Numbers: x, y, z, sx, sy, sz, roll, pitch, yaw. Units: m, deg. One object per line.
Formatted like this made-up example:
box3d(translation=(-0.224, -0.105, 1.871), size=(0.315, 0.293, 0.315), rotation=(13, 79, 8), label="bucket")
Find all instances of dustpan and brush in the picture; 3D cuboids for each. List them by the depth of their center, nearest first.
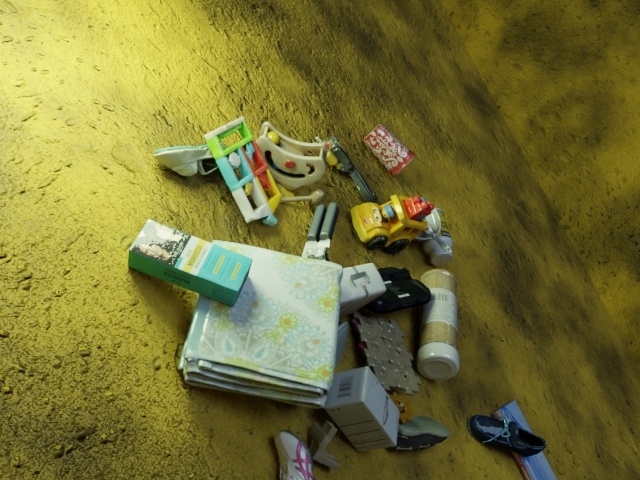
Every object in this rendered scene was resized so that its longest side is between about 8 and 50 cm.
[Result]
box3d(translation=(0.357, -0.030, 2.333), size=(0.147, 0.060, 0.211), rotation=(-34, 74, -15), label="dustpan and brush")

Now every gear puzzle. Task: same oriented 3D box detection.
box3d(translation=(0.178, 0.340, 1.875), size=(0.175, 0.044, 0.339), rotation=(18, 38, -30), label="gear puzzle")

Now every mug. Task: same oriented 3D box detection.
box3d(translation=(0.233, -0.321, 2.523), size=(0.169, 0.150, 0.113), rotation=(45, 71, -5), label="mug")

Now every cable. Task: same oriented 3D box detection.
box3d(translation=(0.079, -0.231, 2.305), size=(0.287, 0.072, 0.139), rotation=(51, 15, -25), label="cable")

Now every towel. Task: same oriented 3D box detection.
box3d(translation=(-0.120, 0.174, 1.557), size=(0.320, 0.090, 0.374), rotation=(14, 48, -7), label="towel")

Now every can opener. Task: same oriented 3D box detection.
box3d(translation=(0.000, 0.000, 1.989), size=(0.280, 0.074, 0.093), rotation=(-77, 157, -46), label="can opener")

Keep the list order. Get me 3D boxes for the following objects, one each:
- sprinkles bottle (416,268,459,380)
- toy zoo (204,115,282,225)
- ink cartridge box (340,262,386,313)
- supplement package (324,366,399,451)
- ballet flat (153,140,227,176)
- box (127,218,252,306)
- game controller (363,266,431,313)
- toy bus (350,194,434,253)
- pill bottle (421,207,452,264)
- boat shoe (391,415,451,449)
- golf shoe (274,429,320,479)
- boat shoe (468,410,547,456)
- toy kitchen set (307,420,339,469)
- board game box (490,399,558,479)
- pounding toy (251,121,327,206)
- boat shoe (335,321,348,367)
box3d(translation=(0.355, 0.247, 2.131), size=(0.121, 0.121, 0.355), rotation=(37, 37, -22), label="sprinkles bottle")
box3d(translation=(-0.189, -0.171, 1.870), size=(0.293, 0.030, 0.192), rotation=(64, 26, -12), label="toy zoo")
box3d(translation=(0.043, 0.140, 1.821), size=(0.218, 0.158, 0.092), rotation=(-5, 65, -52), label="ink cartridge box")
box3d(translation=(0.101, 0.400, 1.670), size=(0.179, 0.105, 0.105), rotation=(56, 29, -32), label="supplement package")
box3d(translation=(-0.315, -0.201, 1.775), size=(0.086, 0.086, 0.248), rotation=(58, 34, 7), label="ballet flat")
box3d(translation=(-0.277, 0.047, 1.514), size=(0.244, 0.060, 0.100), rotation=(21, 47, -1), label="box")
box3d(translation=(0.194, 0.142, 2.047), size=(0.166, 0.067, 0.319), rotation=(45, 29, 27), label="game controller")
box3d(translation=(0.237, -0.073, 2.193), size=(0.220, 0.211, 0.149), rotation=(9, 55, -44), label="toy bus")
box3d(translation=(0.392, -0.012, 2.415), size=(0.103, 0.103, 0.184), rotation=(20, 46, -39), label="pill bottle")
box3d(translation=(0.253, 0.505, 1.838), size=(0.227, 0.069, 0.081), rotation=(17, 13, -44), label="boat shoe")
box3d(translation=(-0.053, 0.490, 1.485), size=(0.086, 0.067, 0.186), rotation=(-10, 69, -51), label="golf shoe")
box3d(translation=(0.558, 0.564, 2.097), size=(0.258, 0.089, 0.109), rotation=(19, 54, -23), label="boat shoe")
box3d(translation=(0.016, 0.456, 1.602), size=(0.075, 0.083, 0.068), rotation=(34, -3, -26), label="toy kitchen set")
box3d(translation=(0.636, 0.647, 2.198), size=(0.145, 0.027, 0.281), rotation=(-5, 65, -52), label="board game box")
box3d(translation=(-0.072, -0.204, 1.990), size=(0.269, 0.154, 0.155), rotation=(35, 38, -24), label="pounding toy")
box3d(translation=(-0.016, 0.276, 1.685), size=(0.302, 0.091, 0.114), rotation=(-41, 138, -61), label="boat shoe")
